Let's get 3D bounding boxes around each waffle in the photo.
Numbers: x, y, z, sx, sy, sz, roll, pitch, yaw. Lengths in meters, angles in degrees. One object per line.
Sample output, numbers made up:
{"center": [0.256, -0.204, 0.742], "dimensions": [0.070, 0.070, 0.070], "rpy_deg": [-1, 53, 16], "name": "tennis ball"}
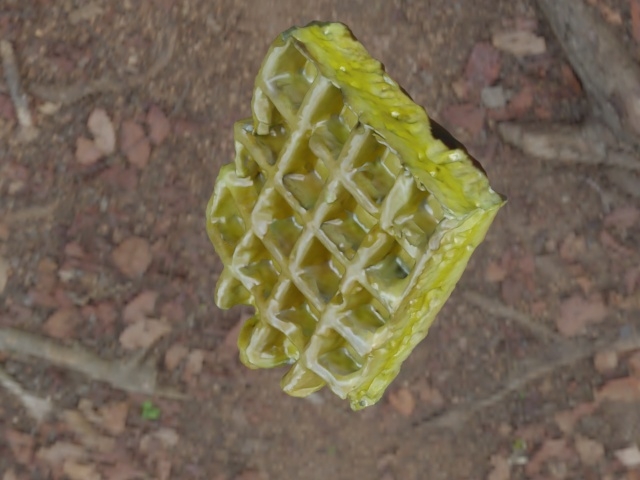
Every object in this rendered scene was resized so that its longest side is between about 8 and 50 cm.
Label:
{"center": [0.000, 0.000, 0.859], "dimensions": [0.055, 0.160, 0.211], "rpy_deg": [-17, 148, -40], "name": "waffle"}
